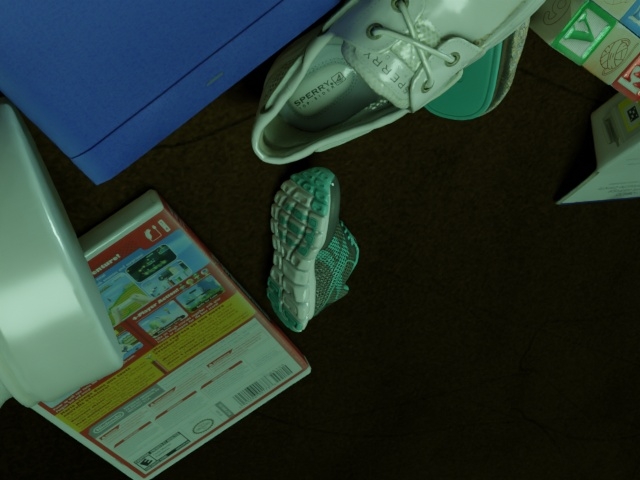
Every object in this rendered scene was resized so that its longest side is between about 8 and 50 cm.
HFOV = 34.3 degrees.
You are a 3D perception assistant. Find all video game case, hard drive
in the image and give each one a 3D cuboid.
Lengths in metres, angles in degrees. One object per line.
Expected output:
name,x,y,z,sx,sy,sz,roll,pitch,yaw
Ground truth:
video game case,-0.152,0.098,0.906,0.204,0.025,0.285,-34,138,3
hard drive,-0.136,-0.192,0.569,0.210,0.040,0.318,-38,137,1

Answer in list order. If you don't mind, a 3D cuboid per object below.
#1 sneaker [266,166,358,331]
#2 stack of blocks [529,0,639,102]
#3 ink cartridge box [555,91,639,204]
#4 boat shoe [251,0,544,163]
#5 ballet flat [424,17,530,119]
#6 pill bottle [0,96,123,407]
sneaker,0.000,0.000,0.889,0.076,0.065,0.166,-24,143,-33
stack of blocks,0.267,-0.266,0.764,0.171,0.087,0.297,20,117,-40
ink cartridge box,0.413,-0.129,0.955,0.304,0.072,0.307,-6,164,-26
boat shoe,0.054,-0.127,0.681,0.098,0.096,0.277,41,134,-16
ballet flat,0.116,-0.230,0.705,0.108,0.106,0.316,20,136,8
pill bottle,-0.338,0.070,0.627,0.392,0.224,0.224,-23,137,-9
